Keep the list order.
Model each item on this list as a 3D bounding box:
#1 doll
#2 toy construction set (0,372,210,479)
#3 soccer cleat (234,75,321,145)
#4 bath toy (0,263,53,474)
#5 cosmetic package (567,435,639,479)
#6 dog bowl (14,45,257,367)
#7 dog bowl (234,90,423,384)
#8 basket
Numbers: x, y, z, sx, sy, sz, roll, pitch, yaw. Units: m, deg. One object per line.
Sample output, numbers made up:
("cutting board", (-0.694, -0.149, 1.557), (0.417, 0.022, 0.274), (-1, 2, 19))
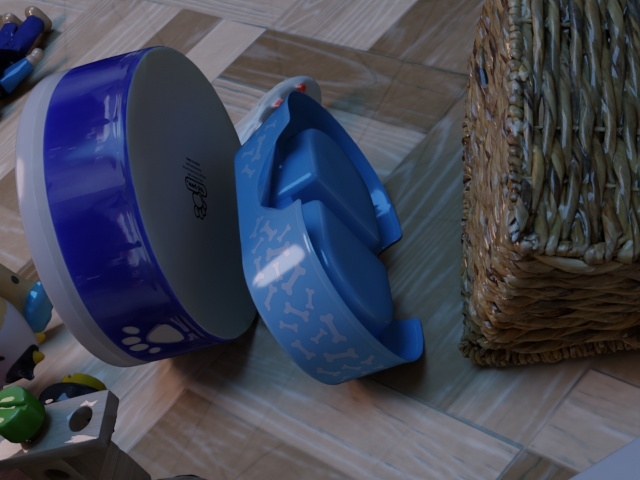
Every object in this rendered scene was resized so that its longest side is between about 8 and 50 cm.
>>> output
("doll", (-0.387, -0.213, 1.923), (0.129, 0.046, 0.189), (-11, 41, 27))
("toy construction set", (-0.138, 0.226, 1.075), (0.309, 0.237, 0.257), (11, 54, 42))
("soccer cleat", (-0.073, -0.091, 1.545), (0.076, 0.068, 0.196), (13, 58, 47))
("bath toy", (-0.302, 0.164, 1.369), (0.129, 0.151, 0.348), (12, 35, -14))
("cosmetic package", (0.167, 0.263, 0.884), (0.385, 0.156, 0.217), (-34, 34, -2))
("dog bowl", (-0.149, -0.030, 1.356), (0.104, 0.265, 0.265), (-14, 40, 20))
("dog bowl", (0.000, 0.000, 1.314), (0.074, 0.166, 0.297), (-33, 35, 19))
("basket", (0.225, -0.068, 1.204), (0.213, 0.223, 0.299), (4, 63, -2))
